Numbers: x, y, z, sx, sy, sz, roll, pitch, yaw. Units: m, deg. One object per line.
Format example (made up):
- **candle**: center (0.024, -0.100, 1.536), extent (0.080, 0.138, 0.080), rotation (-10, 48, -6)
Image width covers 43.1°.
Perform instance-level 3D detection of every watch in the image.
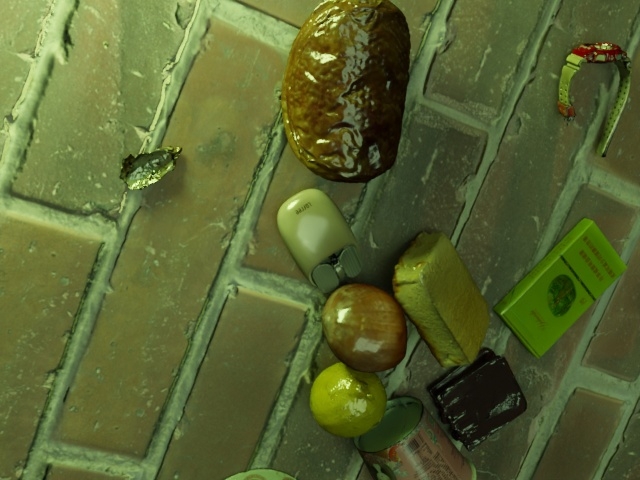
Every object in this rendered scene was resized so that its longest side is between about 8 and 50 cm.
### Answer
- **watch**: center (0.644, -0.335, 1.925), extent (0.165, 0.102, 0.268), rotation (4, 113, -13)

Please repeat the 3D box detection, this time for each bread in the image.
- **bread**: center (0.280, 0.137, 1.881), extent (0.275, 0.114, 0.185), rotation (58, 44, -23)

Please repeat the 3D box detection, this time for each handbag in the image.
- **handbag**: center (0.398, 0.401, 2.052), extent (0.216, 0.074, 0.203), rotation (-35, 113, -5)

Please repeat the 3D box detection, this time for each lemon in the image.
- **lemon**: center (0.065, 0.364, 1.861), extent (0.173, 0.206, 0.173), rotation (7, 69, -18)

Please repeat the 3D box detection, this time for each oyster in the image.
- **oyster**: center (-0.345, -0.150, 1.656), extent (0.132, 0.029, 0.086), rotation (-7, 114, -21)

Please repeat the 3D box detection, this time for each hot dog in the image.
- **hot dog**: center (0.062, -0.314, 1.679), extent (0.267, 0.174, 0.388), rotation (2, 101, -23)

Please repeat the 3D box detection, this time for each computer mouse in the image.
- **computer mouse**: center (0.000, 0.000, 1.792), extent (0.145, 0.082, 0.236), rotation (-31, 112, -9)

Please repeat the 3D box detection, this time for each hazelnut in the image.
- **hazelnut**: center (0.095, 0.193, 1.809), extent (0.214, 0.214, 0.176), rotation (23, 120, -24)

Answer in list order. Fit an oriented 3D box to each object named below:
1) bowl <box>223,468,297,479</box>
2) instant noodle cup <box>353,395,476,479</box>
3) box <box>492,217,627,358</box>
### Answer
- **bowl**: center (-0.140, 0.720, 1.887), extent (0.337, 0.157, 0.337), rotation (-2, 97, -17)
- **instant noodle cup**: center (0.215, 0.524, 1.943), extent (0.243, 0.243, 0.231), rotation (-35, 107, -7)
- **box**: center (0.612, 0.123, 2.061), extent (0.335, 0.047, 0.187), rotation (-45, 115, -3)
